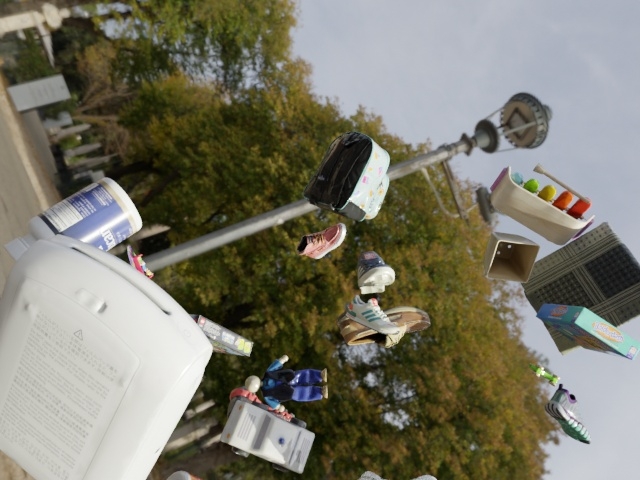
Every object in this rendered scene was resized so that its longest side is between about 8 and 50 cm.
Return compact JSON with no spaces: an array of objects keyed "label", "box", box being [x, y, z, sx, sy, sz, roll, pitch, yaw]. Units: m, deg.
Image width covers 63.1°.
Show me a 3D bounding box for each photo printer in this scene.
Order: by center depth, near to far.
[{"label":"photo printer","box":[-0.284,0.162,0.640,0.256,0.107,0.307,34,-67,8]}]

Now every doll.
[{"label":"doll","box":[-0.080,0.329,1.207,0.046,0.189,0.129,92,-3,-66]}]

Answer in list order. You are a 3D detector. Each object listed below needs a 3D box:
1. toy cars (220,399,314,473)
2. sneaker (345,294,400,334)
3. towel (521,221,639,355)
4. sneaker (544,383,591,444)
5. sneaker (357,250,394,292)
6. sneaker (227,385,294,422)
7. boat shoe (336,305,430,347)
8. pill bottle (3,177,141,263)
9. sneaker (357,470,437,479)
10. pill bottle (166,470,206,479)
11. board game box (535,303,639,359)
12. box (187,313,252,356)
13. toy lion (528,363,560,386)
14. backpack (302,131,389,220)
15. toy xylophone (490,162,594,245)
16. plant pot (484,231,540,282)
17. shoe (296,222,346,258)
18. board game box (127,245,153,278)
[{"label":"toy cars","box":[-0.047,0.474,0.992,0.087,0.176,0.394,-20,-88,57]},{"label":"sneaker","box":[0.144,0.197,1.396,0.161,0.057,0.075,19,-89,34]},{"label":"towel","box":[0.791,0.144,1.562,0.056,0.324,0.312,32,32,-43]},{"label":"sneaker","box":[0.779,0.535,1.595,0.224,0.098,0.083,46,-22,-25]},{"label":"sneaker","box":[0.192,0.103,1.941,0.350,0.131,0.148,103,-18,-76]},{"label":"sneaker","box":[-0.194,0.606,1.737,0.276,0.135,0.098,31,-57,-5]},{"label":"boat shoe","box":[0.212,0.298,1.729,0.122,0.324,0.120,111,-27,-50]},{"label":"pill bottle","box":[-0.356,-0.011,0.754,0.094,0.169,0.094,37,-30,26]},{"label":"sneaker","box":[0.109,0.460,0.936,0.090,0.232,0.115,38,26,-29]},{"label":"pill bottle","box":[-0.286,0.661,1.281,0.216,0.121,0.121,40,-5,-30]},{"label":"board game box","box":[0.655,0.221,1.291,0.160,0.047,0.210,34,-4,1]},{"label":"box","box":[-0.257,0.213,1.176,0.114,0.036,0.207,0,-25,29]},{"label":"toy lion","box":[0.694,0.416,1.633,0.100,0.034,0.096,31,-1,-6]},{"label":"backpack","box":[0.074,-0.148,1.199,0.166,0.144,0.188,21,-89,49]},{"label":"toy xylophone","box":[0.693,-0.117,1.611,0.322,0.081,0.236,38,-38,4]},{"label":"plant pot","box":[0.477,0.033,1.336,0.096,0.109,0.109,-93,-169,-64]},{"label":"shoe","box":[0.000,0.000,1.624,0.178,0.081,0.063,-41,-131,42]},{"label":"board game box","box":[-0.549,0.087,1.617,0.169,0.033,0.133,80,-15,-51]}]
